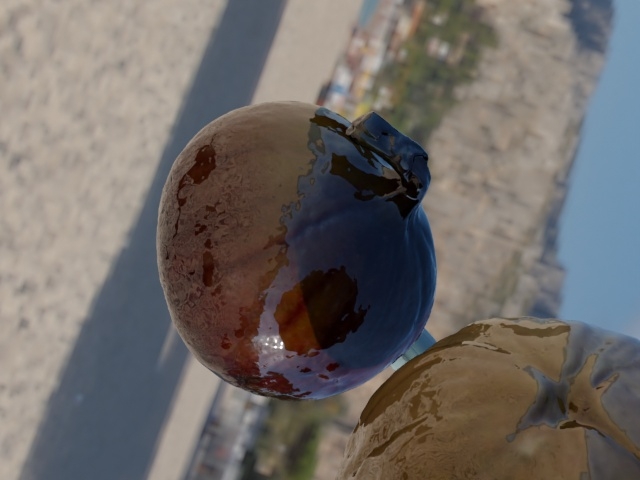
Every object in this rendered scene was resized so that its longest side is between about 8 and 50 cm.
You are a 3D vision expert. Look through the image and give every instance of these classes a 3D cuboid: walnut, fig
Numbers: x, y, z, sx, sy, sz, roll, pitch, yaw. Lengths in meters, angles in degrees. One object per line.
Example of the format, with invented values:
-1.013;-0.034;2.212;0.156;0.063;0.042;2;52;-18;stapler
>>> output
0.140;0.204;1.112;0.252;0.277;0.313;-72;172;-45;walnut
-0.012;0.010;1.302;0.235;0.214;0.235;0;90;-71;fig

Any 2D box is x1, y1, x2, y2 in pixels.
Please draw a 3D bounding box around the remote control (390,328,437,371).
0.107;0.125;1.665;0.029;0.166;0.065;-20;-137;26;remote control
